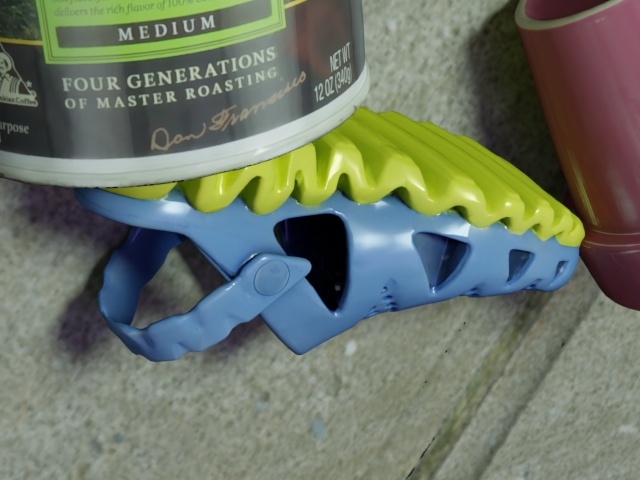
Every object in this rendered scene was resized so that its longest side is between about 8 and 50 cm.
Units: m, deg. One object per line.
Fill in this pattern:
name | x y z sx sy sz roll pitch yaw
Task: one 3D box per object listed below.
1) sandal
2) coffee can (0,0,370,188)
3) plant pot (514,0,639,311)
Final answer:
sandal | 0.000 0.000 0.887 0.317 0.126 0.138 6 110 -27
coffee can | -0.086 -0.188 0.687 0.201 0.201 0.275 -19 120 -26
plant pot | 0.211 -0.087 0.946 0.201 0.201 0.180 -39 111 -13
